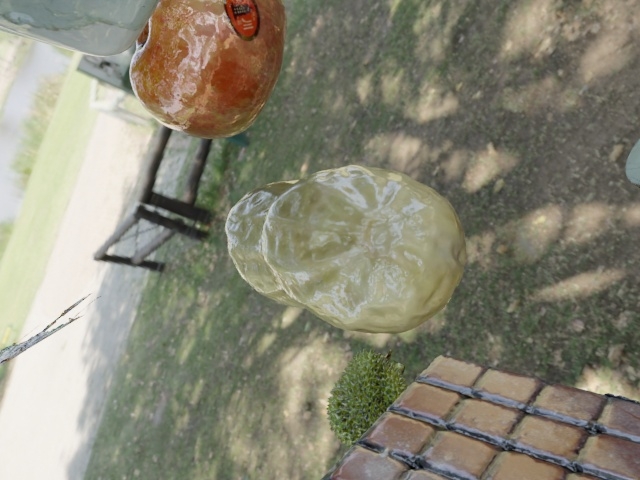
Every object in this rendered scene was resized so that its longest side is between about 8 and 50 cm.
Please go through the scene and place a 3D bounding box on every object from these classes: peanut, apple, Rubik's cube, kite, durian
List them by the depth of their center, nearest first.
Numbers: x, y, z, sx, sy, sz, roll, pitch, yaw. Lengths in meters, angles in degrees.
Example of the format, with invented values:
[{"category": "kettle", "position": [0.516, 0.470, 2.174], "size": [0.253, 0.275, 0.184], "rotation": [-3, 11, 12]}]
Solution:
[{"category": "peanut", "position": [0.000, 0.000, 0.526], "size": [0.257, 0.124, 0.123], "rotation": [9, 78, 58]}, {"category": "apple", "position": [-0.129, -0.223, 0.787], "size": [0.209, 0.164, 0.209], "rotation": [-166, 90, -69]}, {"category": "Rubik's cube", "position": [0.233, 0.393, 0.866], "size": [0.345, 0.344, 0.337], "rotation": [10, 116, 36]}, {"category": "kite", "position": [-0.411, 0.130, 1.038], "size": [0.198, 0.006, 0.244], "rotation": [-23, 14, 24]}, {"category": "durian", "position": [0.088, 0.298, 1.284], "size": [0.159, 0.146, 0.198], "rotation": [156, 126, -83]}]

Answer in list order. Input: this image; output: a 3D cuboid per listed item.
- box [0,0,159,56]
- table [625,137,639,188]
[{"category": "box", "position": [-0.189, -0.151, 0.251], "size": [0.142, 0.285, 0.044], "rotation": [-35, 55, 49]}, {"category": "table", "position": [0.491, -0.120, 0.946], "size": [0.133, 0.043, 0.133], "rotation": [-50, 16, 20]}]
